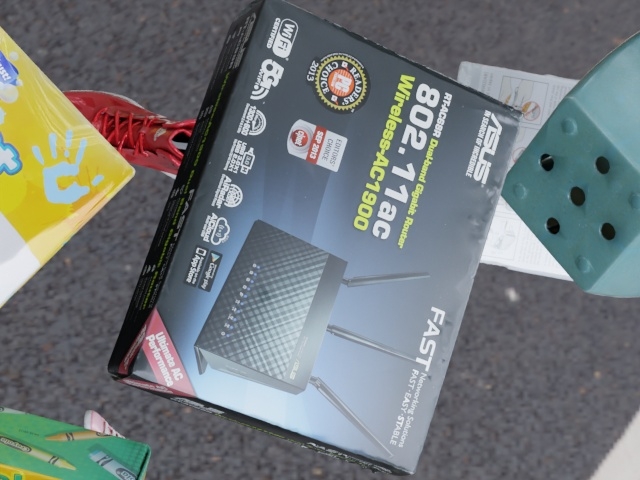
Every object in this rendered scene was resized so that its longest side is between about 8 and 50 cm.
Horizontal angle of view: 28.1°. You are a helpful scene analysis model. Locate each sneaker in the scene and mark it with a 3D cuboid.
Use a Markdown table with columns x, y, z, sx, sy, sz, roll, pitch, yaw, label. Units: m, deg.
| x | y | z | sx | sy | sz | roll | pitch | yaw | label |
| --- | --- | --- | --- | --- | --- | --- | --- | --- | --- |
| -0.291 | 0.292 | 1.830 | 0.051 | 0.070 | 0.134 | -95 | 173 | -57 | sneaker |
| -0.194 | -0.119 | 1.343 | 0.221 | 0.128 | 0.087 | 10 | 82 | -11 | sneaker |

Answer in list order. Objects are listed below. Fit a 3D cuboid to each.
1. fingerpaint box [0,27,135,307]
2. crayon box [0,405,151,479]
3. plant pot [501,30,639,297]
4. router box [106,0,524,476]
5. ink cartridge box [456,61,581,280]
| x | y | z | sx | sy | sz | roll | pitch | yaw | label |
| --- | --- | --- | --- | --- | --- | --- | --- | --- | --- |
| -0.442 | -0.085 | 1.030 | 0.445 | 0.163 | 0.371 | 47 | 65 | -14 | fingerpaint box |
| -0.313 | 0.245 | 1.214 | 0.278 | 0.165 | 0.081 | 14 | 30 | 2 | crayon box |
| 0.260 | -0.061 | 0.951 | 0.234 | 0.165 | 0.165 | -20 | 63 | -41 | plant pot |
| 0.000 | 0.000 | 0.389 | 0.092 | 0.038 | 0.122 | 22 | 79 | -18 | router box |
| 0.227 | -0.061 | 1.205 | 0.232 | 0.066 | 0.189 | 10 | 98 | 1 | ink cartridge box |
